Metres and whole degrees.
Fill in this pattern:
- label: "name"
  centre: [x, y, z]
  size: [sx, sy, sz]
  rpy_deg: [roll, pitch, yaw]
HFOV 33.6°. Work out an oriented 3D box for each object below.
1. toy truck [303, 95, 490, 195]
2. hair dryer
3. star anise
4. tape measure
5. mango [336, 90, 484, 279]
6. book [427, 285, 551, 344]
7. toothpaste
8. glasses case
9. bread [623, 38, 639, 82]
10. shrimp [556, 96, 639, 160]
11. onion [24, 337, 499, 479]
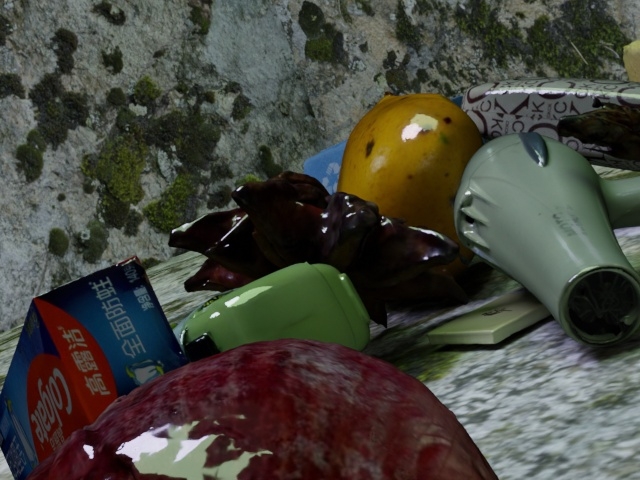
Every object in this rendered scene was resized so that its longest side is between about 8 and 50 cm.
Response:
- label: "toy truck"
  centre: [0.139, -0.075, 1.328]
  size: [0.367, 0.175, 0.146]
  rpy_deg: [-24, 4, -43]
- label: "hair dryer"
  centre: [0.230, -0.007, 0.756]
  size: [0.298, 0.119, 0.296]
  rpy_deg: [1, 21, 19]
- label: "star anise"
  centre: [0.000, 0.000, 0.890]
  size: [0.271, 0.103, 0.272]
  rpy_deg: [6, -22, 2]
- label: "tape measure"
  centre: [-0.047, 0.087, 0.776]
  size: [0.200, 0.106, 0.175]
  rpy_deg: [-20, -10, -29]
- label: "mango"
  centre: [0.091, -0.043, 1.035]
  size: [0.159, 0.191, 0.290]
  rpy_deg: [15, -10, 3]
- label: "book"
  centre: [0.147, 0.057, 0.819]
  size: [0.111, 0.014, 0.077]
  rpy_deg: [-22, 6, -32]
- label: "toothpaste"
  centre: [-0.156, 0.105, 0.671]
  size: [0.066, 0.076, 0.320]
  rpy_deg: [-23, -12, -27]
- label: "glasses case"
  centre: [0.304, -0.111, 1.027]
  size: [0.354, 0.085, 0.137]
  rpy_deg: [13, 13, 35]
- label: "bread"
  centre: [0.418, -0.150, 1.083]
  size: [0.163, 0.168, 0.264]
  rpy_deg: [-20, 6, 13]
- label: "shrimp"
  centre: [0.262, -0.125, 0.787]
  size: [0.195, 0.148, 0.035]
  rpy_deg: [2, -10, -12]
- label: "onion"
  centre: [-0.040, 0.113, 0.423]
  size: [0.227, 0.120, 0.283]
  rpy_deg: [-25, 6, -3]
